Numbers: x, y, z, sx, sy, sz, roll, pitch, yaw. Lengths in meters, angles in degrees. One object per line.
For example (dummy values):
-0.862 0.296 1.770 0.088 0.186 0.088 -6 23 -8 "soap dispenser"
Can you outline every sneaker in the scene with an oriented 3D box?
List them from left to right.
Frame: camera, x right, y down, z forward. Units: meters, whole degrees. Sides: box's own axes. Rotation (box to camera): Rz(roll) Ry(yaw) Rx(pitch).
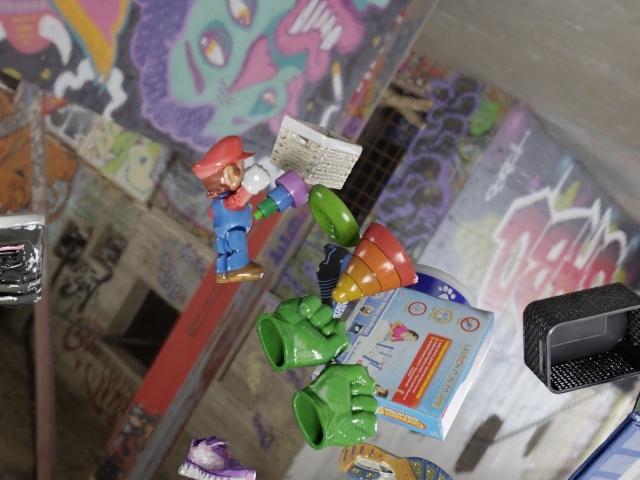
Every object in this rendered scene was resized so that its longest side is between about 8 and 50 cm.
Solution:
-0.506 0.035 1.479 0.105 0.146 0.296 0 173 -12 "sneaker"
-0.232 0.499 2.028 0.095 0.104 0.236 24 163 -40 "sneaker"
0.031 0.111 2.344 0.090 0.232 0.081 28 -146 21 "sneaker"
0.192 0.552 2.096 0.297 0.111 0.131 23 167 15 "sneaker"

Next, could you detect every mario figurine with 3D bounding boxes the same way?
-0.169 -0.072 1.962 0.198 0.320 0.170 -6 180 25 "mario figurine"

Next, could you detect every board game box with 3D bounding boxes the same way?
0.188 0.252 1.968 0.302 0.308 0.086 16 140 26 "board game box"

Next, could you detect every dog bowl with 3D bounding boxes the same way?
0.286 0.183 2.445 0.265 0.104 0.265 22 149 14 "dog bowl"

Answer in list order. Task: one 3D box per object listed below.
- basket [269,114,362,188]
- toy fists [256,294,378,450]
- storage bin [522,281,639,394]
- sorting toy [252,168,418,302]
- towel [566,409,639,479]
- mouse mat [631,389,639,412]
-0.012 -0.174 1.795 0.113 0.103 0.167 31 -169 26 "basket"
0.008 0.219 1.538 0.142 0.096 0.279 -12 -115 -38 "toy fists"
0.409 0.147 1.362 0.180 0.122 0.084 -11 -156 -10 "storage bin"
0.000 0.000 1.485 0.365 0.126 0.127 38 160 44 "sorting toy"
0.513 0.342 1.334 0.285 0.209 0.034 14 -145 -23 "towel"
0.593 0.253 1.506 0.153 0.189 0.007 -8 -145 -21 "mouse mat"
